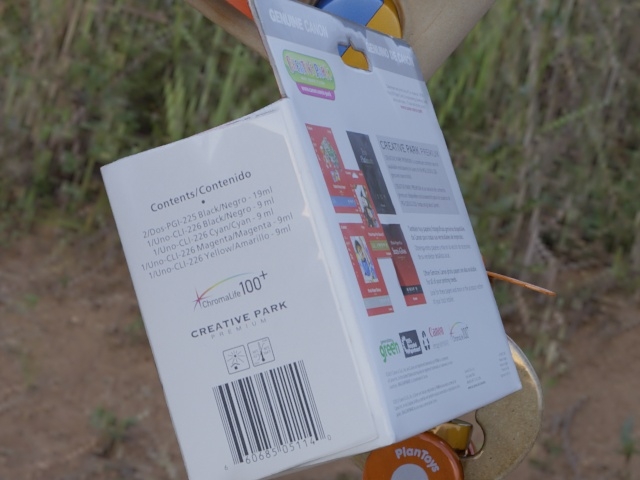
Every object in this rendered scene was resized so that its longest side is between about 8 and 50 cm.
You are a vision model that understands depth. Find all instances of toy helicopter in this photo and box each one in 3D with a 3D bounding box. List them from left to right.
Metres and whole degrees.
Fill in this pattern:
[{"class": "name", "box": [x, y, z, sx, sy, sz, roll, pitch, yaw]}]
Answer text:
[{"class": "toy helicopter", "box": [0.044, 0.068, 1.326, 0.355, 0.235, 0.140, 39, 7, 12]}]

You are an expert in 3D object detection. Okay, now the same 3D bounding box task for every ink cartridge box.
[{"class": "ink cartridge box", "box": [0.000, 0.000, 0.990, 0.130, 0.271, 0.309, -19, -7, 20]}]

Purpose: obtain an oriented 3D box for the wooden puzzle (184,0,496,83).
[{"class": "wooden puzzle", "box": [0.028, -0.298, 1.461, 0.348, 0.322, 0.080, 32, 23, -20]}]
